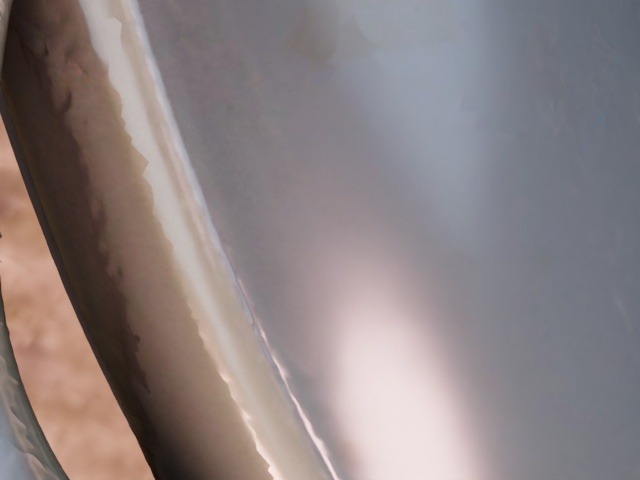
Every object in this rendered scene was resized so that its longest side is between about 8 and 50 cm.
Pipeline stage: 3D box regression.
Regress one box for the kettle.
[{"bbox_3d":[0.000,0.000,0.514,0.320,0.247,0.342,-6,79,-42],"label":"kettle"}]
